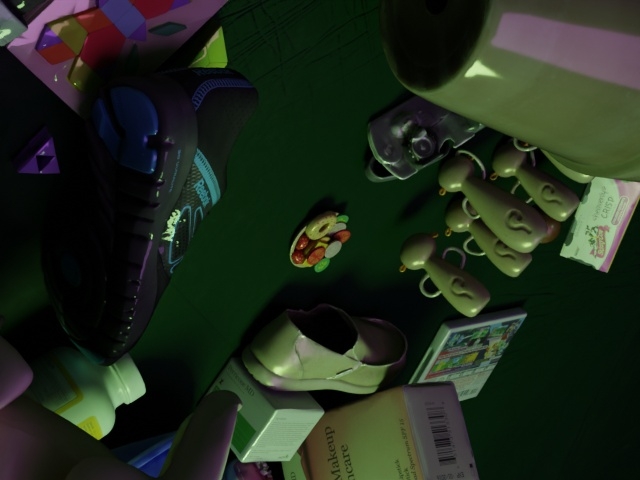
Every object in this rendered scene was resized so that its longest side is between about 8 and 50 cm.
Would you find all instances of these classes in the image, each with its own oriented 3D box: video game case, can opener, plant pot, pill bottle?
[{"bbox_3d":[0.220,0.190,1.832,0.201,0.023,0.183,-5,131,-45],"label":"video game case"},{"bbox_3d":[0.166,-0.156,1.347,0.283,0.076,0.095,-32,178,-21],"label":"can opener"},{"bbox_3d":[0.221,-0.221,1.131,0.280,0.323,0.323,0,129,-29],"label":"plant pot"},{"bbox_3d":[-0.272,0.170,1.160,0.184,0.103,0.103,-31,146,-21],"label":"pill bottle"}]

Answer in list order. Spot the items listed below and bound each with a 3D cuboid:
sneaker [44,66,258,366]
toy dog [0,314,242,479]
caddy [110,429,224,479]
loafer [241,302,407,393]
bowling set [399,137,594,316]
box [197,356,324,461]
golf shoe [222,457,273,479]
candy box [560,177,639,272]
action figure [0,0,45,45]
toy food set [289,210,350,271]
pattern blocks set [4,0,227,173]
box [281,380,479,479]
[{"bbox_3d":[-0.150,-0.013,1.054,0.140,0.125,0.341,-25,154,-43],"label":"sneaker"},{"bbox_3d":[-0.312,0.229,0.957,0.284,0.408,0.395,147,-40,-82],"label":"toy dog"},{"bbox_3d":[-0.247,0.337,1.321,0.341,0.179,0.241,-34,171,-18],"label":"caddy"},{"bbox_3d":[0.025,0.132,1.463,0.268,0.102,0.092,-2,134,-48],"label":"loafer"},{"bbox_3d":[0.226,-0.044,1.489,0.287,0.154,0.200,-49,167,4],"label":"bowling set"},{"bbox_3d":[-0.073,0.209,1.436,0.102,0.101,0.087,14,116,-54],"label":"box"},{"bbox_3d":[-0.113,0.360,1.521,0.140,0.115,0.306,-24,159,-11],"label":"golf shoe"},{"bbox_3d":[0.402,-0.092,1.572,0.233,0.071,0.159,-57,164,-45],"label":"candy box"},{"bbox_3d":[-0.309,-0.108,0.792,0.285,0.099,0.185,-40,147,4],"label":"action figure"},{"bbox_3d":[0.000,0.000,1.358,0.083,0.020,0.082,-54,148,13],"label":"toy food set"},{"bbox_3d":[-0.165,-0.187,0.946,0.325,0.026,0.285,-52,148,11],"label":"pattern blocks set"},{"bbox_3d":[0.073,0.289,1.562,0.232,0.148,0.127,-25,162,36],"label":"box"}]
